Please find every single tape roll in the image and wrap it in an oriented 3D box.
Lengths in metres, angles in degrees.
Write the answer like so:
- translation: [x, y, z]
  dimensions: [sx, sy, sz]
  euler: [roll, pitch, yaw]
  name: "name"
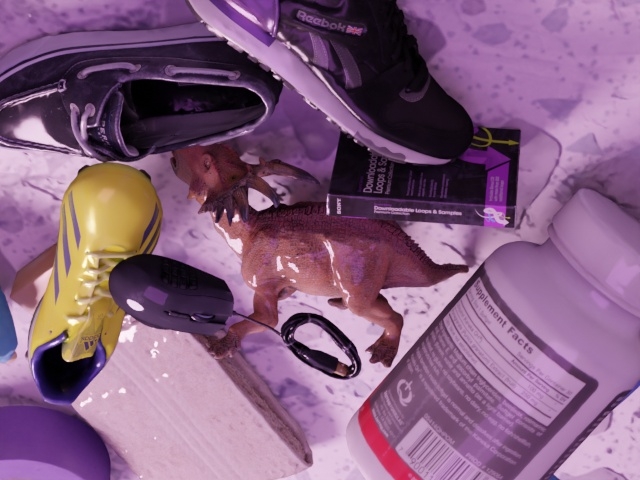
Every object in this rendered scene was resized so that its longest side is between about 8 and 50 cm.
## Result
- translation: [-0.320, 0.268, 1.873]
  dimensions: [0.189, 0.080, 0.189]
  euler: [-3, 131, -3]
  name: "tape roll"

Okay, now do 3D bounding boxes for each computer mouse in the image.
- translation: [-0.073, 0.076, 1.541]
  dimensions: [0.242, 0.041, 0.071]
  euler: [20, 122, -12]
  name: "computer mouse"

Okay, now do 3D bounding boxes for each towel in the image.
- translation: [-0.155, 0.165, 1.802]
  dimensions: [0.187, 0.049, 0.282]
  euler: [-19, 126, 25]
  name: "towel"

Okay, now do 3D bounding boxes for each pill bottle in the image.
- translation: [0.183, 0.113, 1.585]
  dimensions: [0.176, 0.176, 0.318]
  euler: [33, 108, -19]
  name: "pill bottle"

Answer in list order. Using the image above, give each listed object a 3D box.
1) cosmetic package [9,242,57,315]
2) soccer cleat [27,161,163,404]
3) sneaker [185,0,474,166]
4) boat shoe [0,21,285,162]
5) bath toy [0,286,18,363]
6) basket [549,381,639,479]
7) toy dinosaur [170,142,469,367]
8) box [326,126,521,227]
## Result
- translation: [-0.242, 0.033, 1.704]
  dimensions: [0.060, 0.041, 0.115]
  euler: [39, 125, -24]
  name: "cosmetic package"
- translation: [-0.205, 0.044, 1.585]
  dimensions: [0.093, 0.121, 0.289]
  euler: [12, 139, -12]
  name: "soccer cleat"
- translation: [0.033, -0.171, 1.449]
  dimensions: [0.283, 0.107, 0.124]
  euler: [33, 122, -18]
  name: "sneaker"
- translation: [-0.176, -0.115, 1.526]
  dimensions: [0.301, 0.102, 0.108]
  euler: [-6, 129, 13]
  name: "boat shoe"
- translation: [-0.446, 0.167, 1.762]
  dimensions: [0.129, 0.151, 0.348]
  euler: [13, 125, -41]
  name: "bath toy"
- translation: [0.382, 0.181, 1.629]
  dimensions: [0.255, 0.201, 0.289]
  euler: [29, 120, -15]
  name: "basket"
- translation: [0.000, 0.000, 1.592]
  dimensions: [0.296, 0.127, 0.200]
  euler: [6, 124, -4]
  name: "toy dinosaur"
- translation: [0.092, -0.060, 1.523]
  dimensions: [0.162, 0.116, 0.029]
  euler: [3, 129, 6]
  name: "box"
